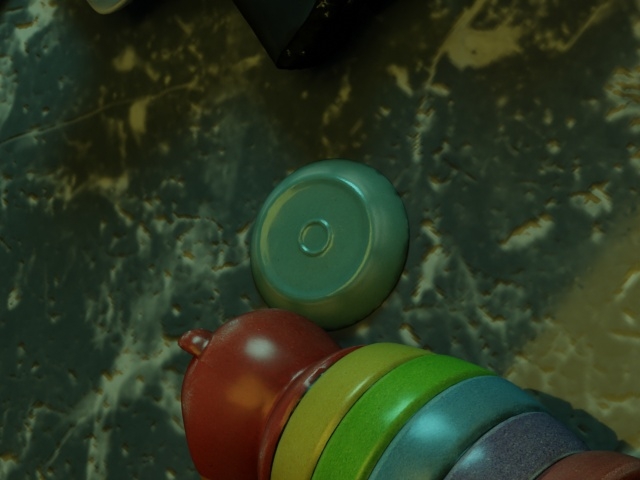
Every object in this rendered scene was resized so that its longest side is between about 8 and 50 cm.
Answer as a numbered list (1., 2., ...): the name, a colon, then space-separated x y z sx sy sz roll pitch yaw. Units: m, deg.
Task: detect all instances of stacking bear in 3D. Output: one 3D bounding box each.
1. stacking bear: 0.033 0.133 0.757 0.289 0.175 0.164 27 93 37

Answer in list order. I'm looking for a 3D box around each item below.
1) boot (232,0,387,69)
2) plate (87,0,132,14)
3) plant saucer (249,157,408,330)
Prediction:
1. boot: -0.078 -0.196 0.891 0.246 0.094 0.207 -35 80 7
2. plate: -0.124 -0.346 1.014 0.277 0.045 0.278 -42 63 11
3. plant saucer: 0.000 0.000 0.877 0.119 0.021 0.119 -7 75 26
